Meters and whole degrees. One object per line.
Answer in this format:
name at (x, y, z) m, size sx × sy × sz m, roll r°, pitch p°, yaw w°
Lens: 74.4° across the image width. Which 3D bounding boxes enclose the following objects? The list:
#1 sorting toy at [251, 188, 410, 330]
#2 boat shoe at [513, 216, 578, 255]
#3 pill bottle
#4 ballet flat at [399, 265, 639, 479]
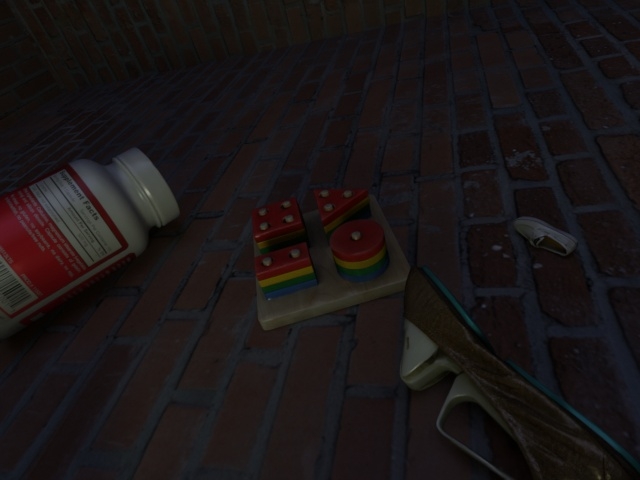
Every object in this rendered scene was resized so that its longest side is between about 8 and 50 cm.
sorting toy at (0.000, 0.000, 0.740) m, size 0.255 × 0.090 × 0.257 m, roll -16°, pitch 38°, yaw 1°
boat shoe at (0.345, -0.005, 0.660) m, size 0.035 × 0.035 × 0.100 m, roll -34°, pitch 47°, yaw -25°
pill bottle at (-0.504, -0.015, 0.839) m, size 0.407 × 0.229 × 0.229 m, roll -37°, pitch 42°, yaw -24°
ballet flat at (0.170, 0.161, 0.483) m, size 0.124 × 0.116 × 0.342 m, roll -41°, pitch 44°, yaw 1°
